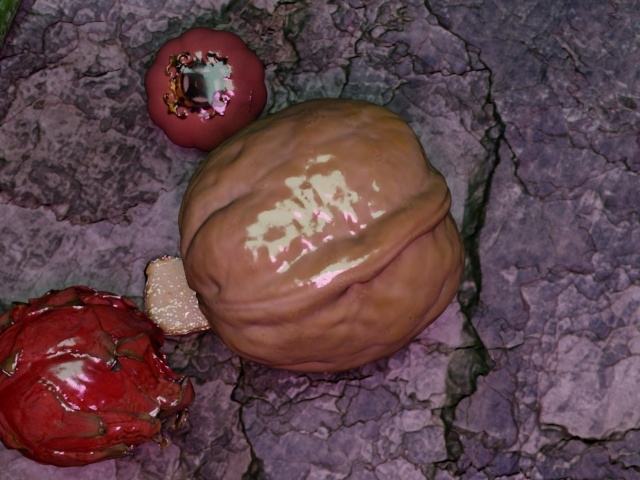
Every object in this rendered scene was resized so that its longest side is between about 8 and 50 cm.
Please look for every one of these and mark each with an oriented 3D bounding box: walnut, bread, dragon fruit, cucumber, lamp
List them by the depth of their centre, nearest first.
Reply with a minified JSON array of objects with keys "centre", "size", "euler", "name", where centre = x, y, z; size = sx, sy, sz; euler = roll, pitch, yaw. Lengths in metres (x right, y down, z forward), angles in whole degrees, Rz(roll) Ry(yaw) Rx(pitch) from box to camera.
[{"centre":[-0.310,0.175,1.604],"size":[0.298,0.244,0.245],"euler":[9,72,11],"name":"dragon fruit"},{"centre":[0.000,0.000,1.625],"size":[0.381,0.381,0.381],"euler":[0,72,-1],"name":"walnut"},{"centre":[-0.184,0.078,1.743],"size":[0.129,0.044,0.126],"euler":[-9,65,-1],"name":"bread"},{"centre":[-0.165,-0.218,1.796],"size":[0.182,0.140,0.182],"euler":[0,89,7],"name":"lamp"},{"centre":[-0.502,-0.301,1.855],"size":[0.056,0.056,0.250],"euler":[17,70,5],"name":"cucumber"}]
